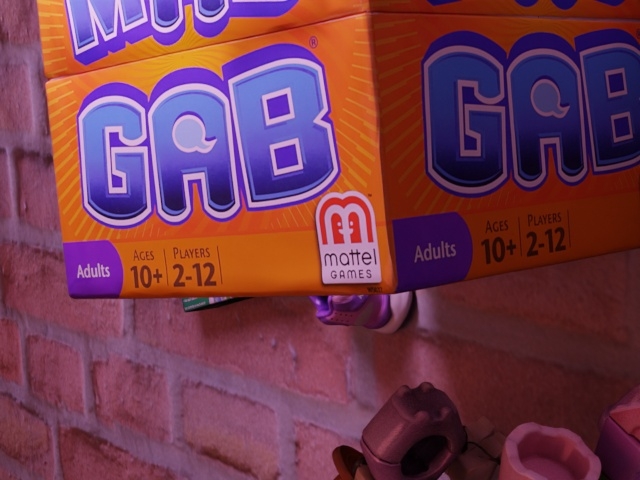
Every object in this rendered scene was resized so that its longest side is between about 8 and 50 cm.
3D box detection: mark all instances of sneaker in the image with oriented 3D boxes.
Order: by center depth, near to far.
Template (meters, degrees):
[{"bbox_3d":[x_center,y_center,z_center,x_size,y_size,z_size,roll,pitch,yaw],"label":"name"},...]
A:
[{"bbox_3d":[0.000,0.000,1.435,0.236,0.105,0.095,60,142,30],"label":"sneaker"}]

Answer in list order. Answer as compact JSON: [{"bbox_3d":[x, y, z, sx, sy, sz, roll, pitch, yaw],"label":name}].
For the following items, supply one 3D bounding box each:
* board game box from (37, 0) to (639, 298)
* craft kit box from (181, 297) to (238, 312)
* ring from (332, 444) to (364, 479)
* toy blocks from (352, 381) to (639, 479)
[{"bbox_3d":[0.028,-0.151,1.084,0.356,0.357,0.356,-3,94,45],"label":"board game box"},{"bbox_3d":[-0.109,-0.052,1.631,0.250,0.061,0.246,-19,78,55],"label":"craft kit box"},{"bbox_3d":[0.123,0.306,1.167,0.032,0.336,0.336,-44,50,2],"label":"ring"},{"bbox_3d":[0.229,0.146,0.974,0.309,0.289,0.260,48,136,45],"label":"toy blocks"}]
